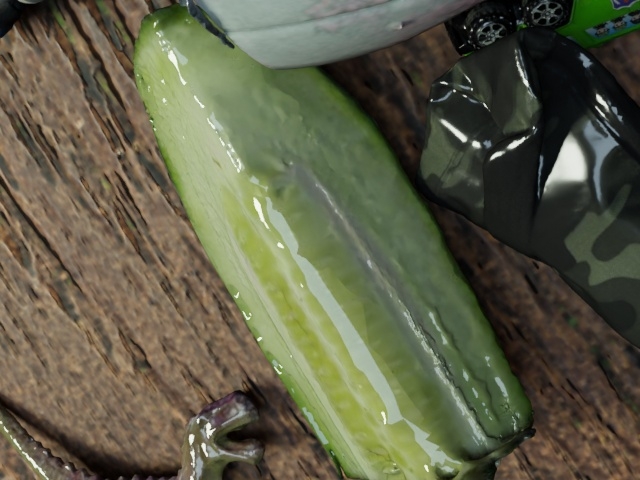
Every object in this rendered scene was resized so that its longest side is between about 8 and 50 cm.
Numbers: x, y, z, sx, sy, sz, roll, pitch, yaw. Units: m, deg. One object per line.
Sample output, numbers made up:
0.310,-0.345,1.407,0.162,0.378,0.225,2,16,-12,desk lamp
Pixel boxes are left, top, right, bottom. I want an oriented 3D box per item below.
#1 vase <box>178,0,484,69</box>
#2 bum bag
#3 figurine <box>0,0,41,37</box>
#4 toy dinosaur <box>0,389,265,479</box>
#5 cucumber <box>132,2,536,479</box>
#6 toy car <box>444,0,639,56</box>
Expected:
0.114,-0.259,0.429,0.446,0.250,0.250,-29,96,13,vase
0.199,0.014,0.557,0.340,0.095,0.144,36,147,-3,bum bag
-0.197,-0.176,0.644,0.149,0.086,0.087,-9,127,7,figurine
-0.152,0.194,0.747,0.251,0.072,0.199,-4,94,30,toy dinosaur
0.000,0.000,0.617,0.325,0.105,0.145,57,153,-2,cucumber
0.149,-0.145,0.542,0.165,0.071,0.062,-19,140,20,toy car
